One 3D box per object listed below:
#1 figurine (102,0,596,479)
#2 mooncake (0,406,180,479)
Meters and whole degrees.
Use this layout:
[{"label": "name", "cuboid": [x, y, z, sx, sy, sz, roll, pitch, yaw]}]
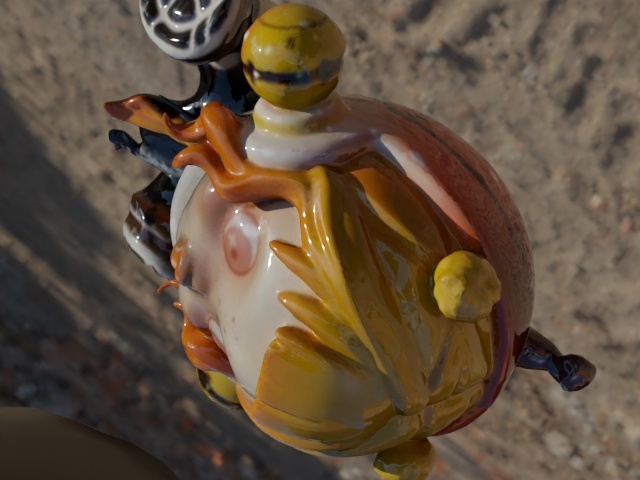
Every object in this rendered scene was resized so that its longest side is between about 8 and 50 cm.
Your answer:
[{"label": "figurine", "cuboid": [0.003, -0.003, 0.908, 0.323, 0.196, 0.320, 53, 149, 31]}, {"label": "mooncake", "cuboid": [-0.189, 0.240, 0.327, 0.262, 0.467, 0.467, 21, 165, -20]}]
